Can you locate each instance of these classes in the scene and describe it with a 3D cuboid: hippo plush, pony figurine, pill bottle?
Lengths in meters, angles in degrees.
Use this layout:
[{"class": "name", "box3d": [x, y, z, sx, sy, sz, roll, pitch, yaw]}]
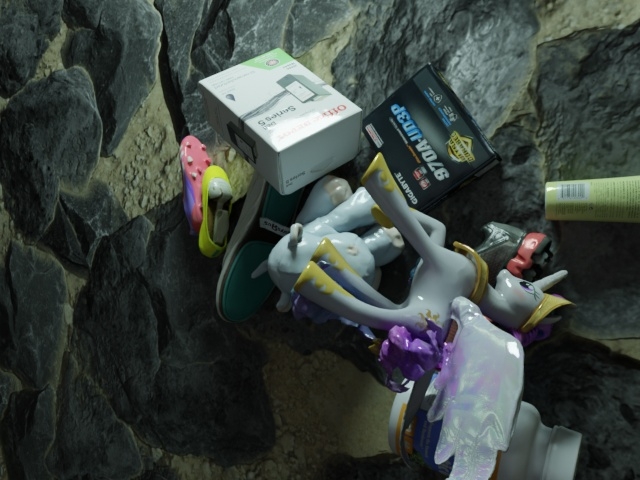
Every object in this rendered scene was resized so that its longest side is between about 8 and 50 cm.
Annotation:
[{"class": "hippo plush", "box3d": [0.000, 0.000, 0.857, 0.295, 0.236, 0.234, 10, 97, 9]}, {"class": "pony figurine", "box3d": [0.148, 0.109, 0.659, 0.364, 0.303, 0.350, 33, 72, -1]}, {"class": "pill bottle", "box3d": [0.261, 0.319, 0.784, 0.272, 0.152, 0.152, 10, 95, 33]}]

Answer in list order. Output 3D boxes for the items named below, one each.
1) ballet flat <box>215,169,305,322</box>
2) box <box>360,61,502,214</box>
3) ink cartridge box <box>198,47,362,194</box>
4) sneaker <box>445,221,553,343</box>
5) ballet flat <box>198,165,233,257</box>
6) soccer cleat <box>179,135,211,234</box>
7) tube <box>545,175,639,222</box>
[{"class": "ballet flat", "box3d": [-0.138, -0.018, 1.070, 0.139, 0.139, 0.399, 24, 98, 30]}, {"class": "box", "box3d": [0.194, -0.182, 0.891, 0.175, 0.051, 0.220, -37, 71, 27]}, {"class": "ink cartridge box", "box3d": [-0.078, -0.242, 0.958, 0.273, 0.198, 0.114, 44, 154, 29]}, {"class": "sneaker", "box3d": [0.261, 0.088, 0.819, 0.135, 0.098, 0.276, 35, 105, 27]}, {"class": "ballet flat", "box3d": [-0.234, -0.074, 1.123, 0.077, 0.077, 0.230, -22, 61, 53]}, {"class": "soccer cleat", "box3d": [-0.313, -0.134, 1.198, 0.095, 0.083, 0.247, -20, 82, 35]}, {"class": "tube", "box3d": [0.465, -0.059, 0.720, 0.240, 0.062, 0.070, 0, 133, 27]}]
